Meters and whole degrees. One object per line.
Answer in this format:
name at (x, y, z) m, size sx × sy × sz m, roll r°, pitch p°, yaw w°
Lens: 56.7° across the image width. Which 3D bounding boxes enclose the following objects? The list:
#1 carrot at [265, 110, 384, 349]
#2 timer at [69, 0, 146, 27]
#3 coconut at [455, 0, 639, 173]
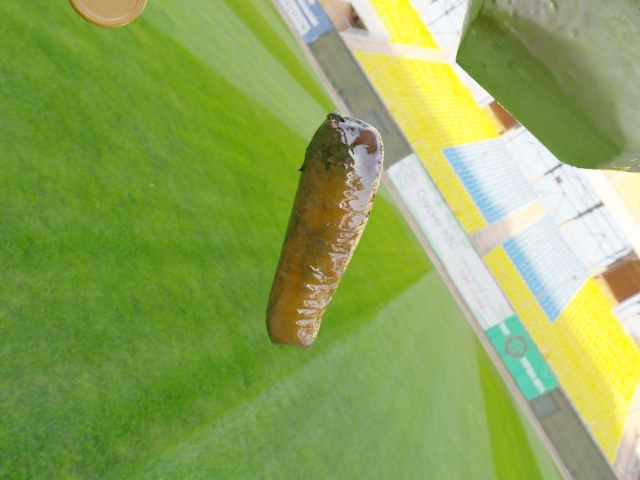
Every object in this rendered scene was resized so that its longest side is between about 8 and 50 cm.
carrot at (0.000, 0.000, 0.437) m, size 0.060 × 0.186 × 0.060 m, roll 15°, pitch 19°, yaw -5°
timer at (-0.378, -0.454, 1.018) m, size 0.132 × 0.132 × 0.152 m, roll 47°, pitch 5°, yaw -45°
coconut at (0.196, -0.165, 0.378) m, size 0.241 × 0.241 × 0.241 m, roll 55°, pitch 12°, yaw -17°
